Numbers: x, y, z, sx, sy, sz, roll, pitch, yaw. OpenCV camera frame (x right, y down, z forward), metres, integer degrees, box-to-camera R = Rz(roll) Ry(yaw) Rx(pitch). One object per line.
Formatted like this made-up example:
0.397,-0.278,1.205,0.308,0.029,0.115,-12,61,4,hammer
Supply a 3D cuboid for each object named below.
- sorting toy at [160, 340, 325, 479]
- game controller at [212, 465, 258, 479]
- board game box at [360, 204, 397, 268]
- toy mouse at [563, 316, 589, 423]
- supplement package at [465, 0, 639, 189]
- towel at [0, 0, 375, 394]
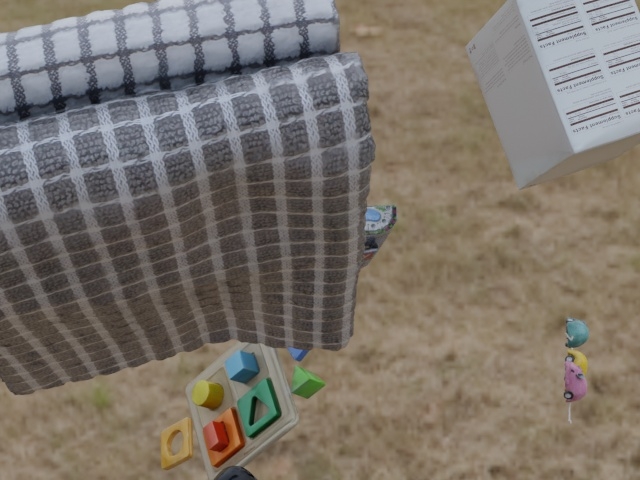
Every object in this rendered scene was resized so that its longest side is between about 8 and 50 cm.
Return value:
-0.124,0.226,1.684,0.047,0.348,0.196,26,33,-39,sorting toy
-0.124,0.422,1.471,0.067,0.319,0.166,-1,43,-40,game controller
0.000,0.000,1.590,0.194,0.060,0.194,-3,-20,-13,board game box
0.344,0.159,1.623,0.031,0.143,0.161,2,56,12,toy mouse
0.303,-0.196,1.477,0.149,0.203,0.194,-18,-6,-13,supplement package
-0.092,-0.009,0.666,0.235,0.283,0.121,-15,66,-7,towel
